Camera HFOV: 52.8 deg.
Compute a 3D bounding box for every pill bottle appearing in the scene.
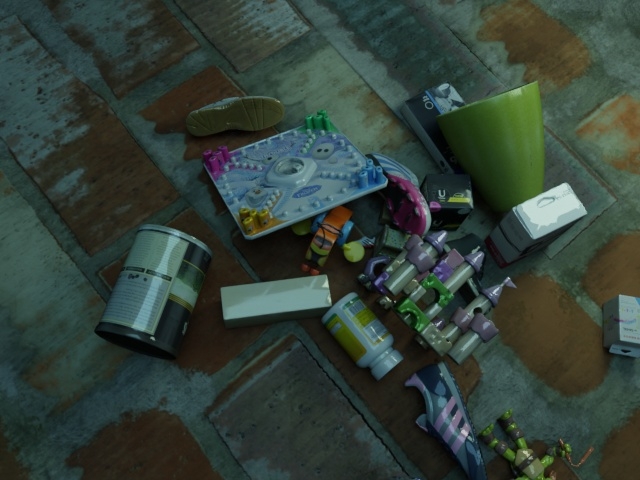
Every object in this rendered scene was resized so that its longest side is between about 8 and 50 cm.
[{"bbox_3d":[0.109,0.243,1.619,0.117,0.118,0.208,-37,76,-17],"label":"pill bottle"}]

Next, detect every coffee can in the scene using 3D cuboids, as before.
[{"bbox_3d":[-0.400,0.127,1.573,0.201,0.201,0.276,16,69,1],"label":"coffee can"}]

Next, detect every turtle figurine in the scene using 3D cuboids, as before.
[{"bbox_3d":[0.503,0.523,1.564,0.269,0.087,0.217,-35,68,-7],"label":"turtle figurine"}]

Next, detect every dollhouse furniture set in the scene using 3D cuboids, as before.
[{"bbox_3d":[0.250,-0.018,1.732,0.181,0.101,0.161,16,60,-7],"label":"dollhouse furniture set"}]

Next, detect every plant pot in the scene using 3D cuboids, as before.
[{"bbox_3d":[0.481,-0.236,1.717,0.274,0.275,0.294,-21,98,-12],"label":"plant pot"}]

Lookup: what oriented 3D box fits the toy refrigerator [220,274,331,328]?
[{"bbox_3d":[-0.114,0.153,1.642,0.269,0.102,0.094,-7,70,-7],"label":"toy refrigerator"}]

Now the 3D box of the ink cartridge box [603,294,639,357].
[{"bbox_3d":[0.810,0.229,1.700,0.092,0.090,0.143,9,68,-2],"label":"ink cartridge box"}]

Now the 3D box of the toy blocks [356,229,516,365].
[{"bbox_3d":[0.293,0.102,1.581,0.260,0.309,0.288,-44,95,-8],"label":"toy blocks"}]

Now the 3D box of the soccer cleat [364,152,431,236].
[{"bbox_3d":[0.225,-0.134,1.720,0.143,0.116,0.331,-3,40,-31],"label":"soccer cleat"}]

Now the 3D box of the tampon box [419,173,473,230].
[{"bbox_3d":[0.329,-0.100,1.745,0.120,0.161,0.102,0,69,-4],"label":"tampon box"}]

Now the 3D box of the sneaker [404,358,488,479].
[{"bbox_3d":[0.308,0.463,1.574,0.131,0.112,0.319,-20,69,6],"label":"sneaker"}]

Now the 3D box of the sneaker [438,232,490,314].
[{"bbox_3d":[0.419,0.083,1.725,0.118,0.083,0.222,-24,72,-14],"label":"sneaker"}]

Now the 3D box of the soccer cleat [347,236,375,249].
[{"bbox_3d":[0.113,0.006,1.758,0.083,0.029,0.036,0,61,-9],"label":"soccer cleat"}]

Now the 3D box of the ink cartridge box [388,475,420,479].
[{"bbox_3d":[0.141,0.657,1.383,0.151,0.270,0.395,43,72,9],"label":"ink cartridge box"}]

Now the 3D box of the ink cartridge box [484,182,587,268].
[{"bbox_3d":[0.559,-0.034,1.699,0.171,0.237,0.100,-25,73,-13],"label":"ink cartridge box"}]

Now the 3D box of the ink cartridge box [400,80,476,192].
[{"bbox_3d":[0.391,-0.297,1.879,0.165,0.065,0.333,-28,75,-15],"label":"ink cartridge box"}]

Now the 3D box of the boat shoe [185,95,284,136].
[{"bbox_3d":[-0.242,-0.364,1.829,0.276,0.098,0.096,-8,27,-4],"label":"boat shoe"}]

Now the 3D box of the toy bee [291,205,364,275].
[{"bbox_3d":[0.000,0.000,1.657,0.195,0.298,0.162,34,108,25],"label":"toy bee"}]

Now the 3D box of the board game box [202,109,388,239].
[{"bbox_3d":[-0.081,-0.194,1.702,0.389,0.050,0.390,-22,42,-12],"label":"board game box"}]
